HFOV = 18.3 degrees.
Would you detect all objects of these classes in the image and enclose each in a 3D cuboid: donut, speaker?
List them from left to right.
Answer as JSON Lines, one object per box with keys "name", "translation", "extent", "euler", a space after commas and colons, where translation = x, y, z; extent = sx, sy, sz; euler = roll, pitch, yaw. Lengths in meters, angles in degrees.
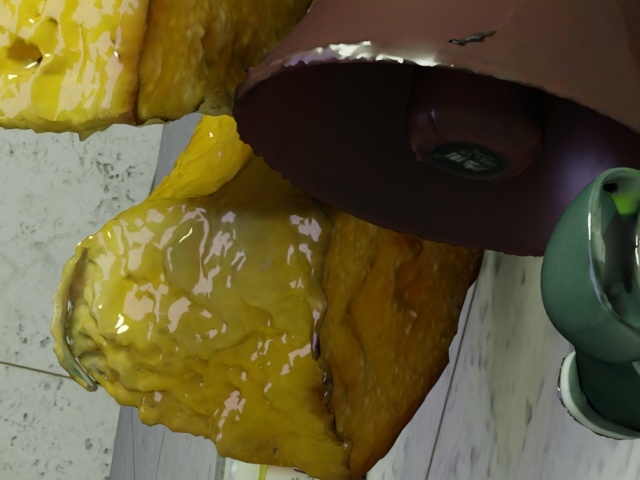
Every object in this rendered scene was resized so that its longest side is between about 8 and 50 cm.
{"name": "donut", "translation": [-0.030, -0.111, 1.005], "extent": [0.378, 0.163, 0.435], "euler": [-60, -31, -31]}
{"name": "speaker", "translation": [0.093, -0.181, 0.815], "extent": [0.259, 0.198, 0.330], "euler": [83, -160, -77]}

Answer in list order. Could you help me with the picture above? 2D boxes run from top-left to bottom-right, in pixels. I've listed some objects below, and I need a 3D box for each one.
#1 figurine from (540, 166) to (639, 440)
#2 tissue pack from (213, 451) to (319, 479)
{"name": "figurine", "translation": [0.143, 0.004, 0.565], "extent": [0.192, 0.126, 0.147], "euler": [-40, 32, 52]}
{"name": "tissue pack", "translation": [-0.025, 0.178, 1.417], "extent": [0.106, 0.099, 0.149], "euler": [143, 133, -79]}
